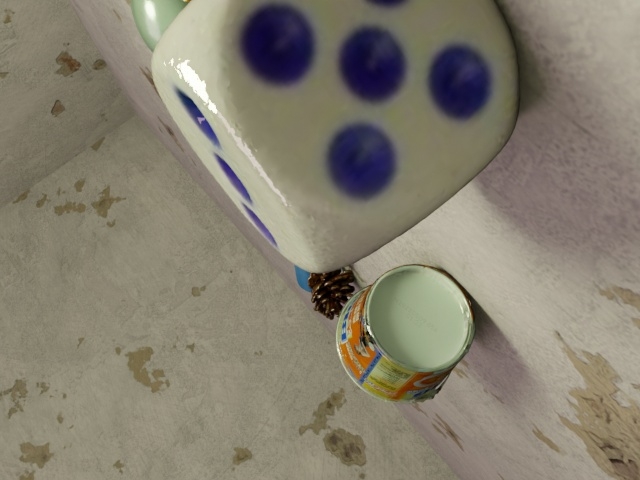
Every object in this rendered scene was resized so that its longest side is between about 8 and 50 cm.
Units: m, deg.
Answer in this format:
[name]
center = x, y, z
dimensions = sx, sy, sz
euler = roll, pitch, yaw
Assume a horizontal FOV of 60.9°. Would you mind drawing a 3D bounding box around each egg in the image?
[egg]
center = -0.320, -0.487, 1.193
dimensions = 0.168, 0.168, 0.231
euler = 38, 163, 43

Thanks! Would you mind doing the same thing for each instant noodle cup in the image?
[instant noodle cup]
center = 0.185, 0.189, 1.170
dimensions = 0.296, 0.296, 0.214
euler = 47, 160, 15

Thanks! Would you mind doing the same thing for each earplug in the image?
[earplug]
center = -0.038, 0.062, 1.908
dimensions = 0.132, 0.132, 0.273
euler = 44, 162, 28

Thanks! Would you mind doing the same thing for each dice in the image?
[dice]
center = 0.015, -0.164, 0.631
dimensions = 0.304, 0.304, 0.277
euler = 52, 167, -10

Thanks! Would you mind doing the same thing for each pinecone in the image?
[pinecone]
center = 0.039, 0.165, 1.801
dimensions = 0.179, 0.149, 0.195
euler = 53, -148, -56
